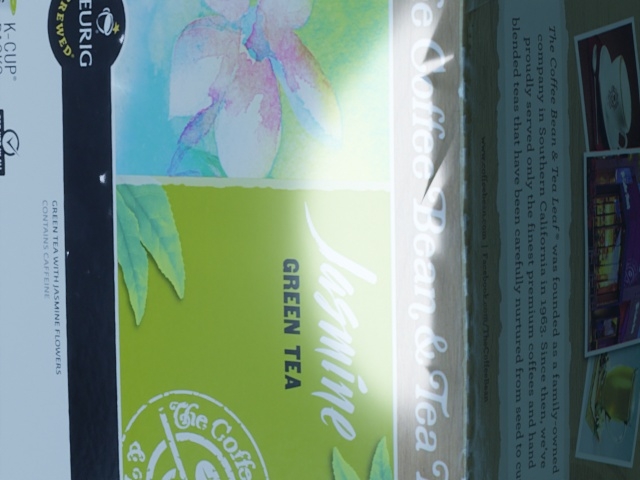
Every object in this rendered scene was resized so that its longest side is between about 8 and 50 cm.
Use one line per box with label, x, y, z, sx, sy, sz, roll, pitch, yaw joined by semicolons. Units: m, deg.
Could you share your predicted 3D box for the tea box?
tea box;0.000;0.000;0.990;0.323;0.220;0.329;2;95;36
